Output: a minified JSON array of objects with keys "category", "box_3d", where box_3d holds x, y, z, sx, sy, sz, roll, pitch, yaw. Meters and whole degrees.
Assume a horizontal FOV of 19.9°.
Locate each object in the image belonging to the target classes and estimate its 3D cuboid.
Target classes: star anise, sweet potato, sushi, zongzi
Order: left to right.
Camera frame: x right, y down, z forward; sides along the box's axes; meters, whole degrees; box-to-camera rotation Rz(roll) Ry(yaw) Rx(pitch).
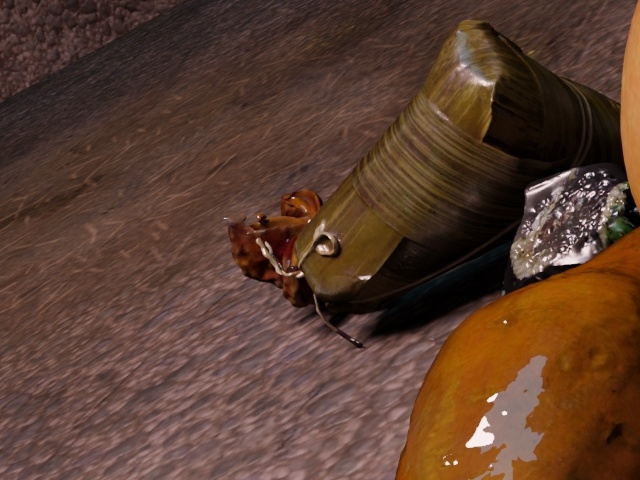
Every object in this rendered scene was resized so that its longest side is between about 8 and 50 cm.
[{"category":"star anise","box_3d":[0.000,0.000,1.116,0.097,0.070,0.191,1,20,7]},{"category":"zongzi","box_3d":[0.092,-0.017,1.006,0.187,0.184,0.084,-47,48,28]},{"category":"sweet potato","box_3d":[0.091,0.069,0.670,0.112,0.112,0.359,-18,23,35]},{"category":"sushi","box_3d":[0.134,0.003,0.880,0.085,0.056,0.083,-18,19,37]}]

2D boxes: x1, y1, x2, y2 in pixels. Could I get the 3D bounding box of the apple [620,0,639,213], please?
[{"category":"apple","box_3d":[0.222,-0.064,0.624,0.253,0.253,0.253,-27,16,8]}]
